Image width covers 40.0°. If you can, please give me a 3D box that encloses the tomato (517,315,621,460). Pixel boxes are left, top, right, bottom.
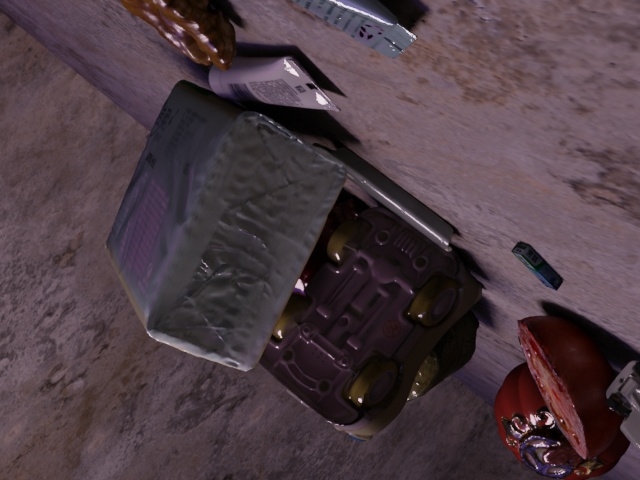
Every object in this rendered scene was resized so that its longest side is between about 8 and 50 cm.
[{"bbox_3d":[0.369,0.204,1.283,0.225,0.085,0.224,155,90,-87],"label":"tomato"}]

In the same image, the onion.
[{"bbox_3d":[0.000,0.000,1.611,0.252,0.219,0.252,23,-136,-25],"label":"onion"}]

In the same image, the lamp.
[{"bbox_3d":[0.400,0.299,1.463,0.227,0.227,0.227,37,174,4],"label":"lamp"}]

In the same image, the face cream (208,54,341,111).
[{"bbox_3d":[-0.068,-0.200,1.097,0.092,0.058,0.244,42,168,-32],"label":"face cream"}]

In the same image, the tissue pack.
[{"bbox_3d":[-0.162,-0.043,1.327,0.205,0.331,0.405,23,-174,-24],"label":"tissue pack"}]

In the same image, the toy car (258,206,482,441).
[{"bbox_3d":[0.089,0.140,1.454,0.242,0.336,0.226,33,175,32],"label":"toy car"}]

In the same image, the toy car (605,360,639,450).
[{"bbox_3d":[0.456,0.225,1.154,0.112,0.112,0.139,20,-160,-48],"label":"toy car"}]

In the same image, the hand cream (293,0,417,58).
[{"bbox_3d":[-0.069,-0.244,0.682,0.331,0.058,0.085,38,173,-7],"label":"hand cream"}]

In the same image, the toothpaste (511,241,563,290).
[{"bbox_3d":[0.268,0.032,1.088,0.083,0.017,0.020,40,174,-31],"label":"toothpaste"}]

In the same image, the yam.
[{"bbox_3d":[0.178,0.197,1.692,0.195,0.195,0.300,35,-165,19],"label":"yam"}]

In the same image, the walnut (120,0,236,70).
[{"bbox_3d":[-0.167,-0.271,1.026,0.143,0.069,0.170,30,173,42],"label":"walnut"}]

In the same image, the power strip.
[{"bbox_3d":[0.094,-0.070,1.277,0.253,0.027,0.060,37,175,3],"label":"power strip"}]
